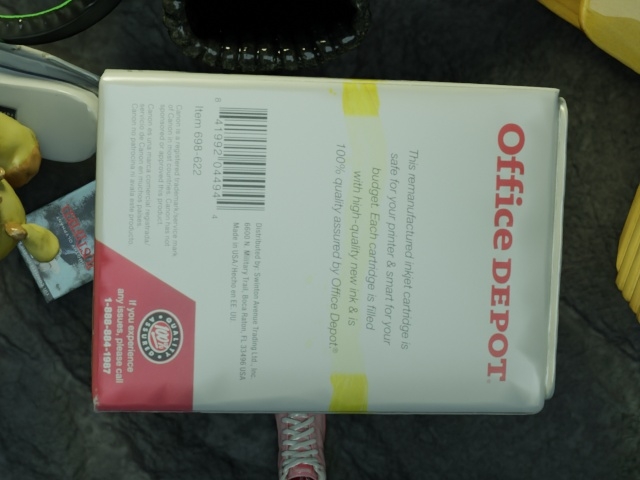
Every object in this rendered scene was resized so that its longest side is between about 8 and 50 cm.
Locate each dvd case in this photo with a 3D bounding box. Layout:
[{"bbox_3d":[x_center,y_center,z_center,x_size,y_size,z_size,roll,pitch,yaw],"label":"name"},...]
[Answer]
[{"bbox_3d":[-0.227,-0.005,1.600,0.119,0.013,0.087,-26,98,-2],"label":"dvd case"}]

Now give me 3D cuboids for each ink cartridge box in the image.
[{"bbox_3d":[0.000,0.000,1.435,0.385,0.160,0.279,2,96,-7],"label":"ink cartridge box"}]

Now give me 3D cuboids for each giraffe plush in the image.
[{"bbox_3d":[-0.302,-0.033,1.402,0.181,0.170,0.210,-12,136,-24],"label":"giraffe plush"}]

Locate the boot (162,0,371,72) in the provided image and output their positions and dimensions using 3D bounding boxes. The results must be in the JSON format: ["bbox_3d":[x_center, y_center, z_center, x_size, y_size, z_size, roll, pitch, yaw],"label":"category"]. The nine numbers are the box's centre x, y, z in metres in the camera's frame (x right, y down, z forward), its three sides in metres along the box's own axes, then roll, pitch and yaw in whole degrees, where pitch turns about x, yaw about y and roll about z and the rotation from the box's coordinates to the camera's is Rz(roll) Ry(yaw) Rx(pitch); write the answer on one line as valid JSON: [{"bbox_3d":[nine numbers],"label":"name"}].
[{"bbox_3d":[0.031,-0.262,1.457,0.348,0.260,0.131,-21,112,5],"label":"boot"}]

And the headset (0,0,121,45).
[{"bbox_3d":[-0.214,-0.358,1.504,0.243,0.185,0.394,38,98,11],"label":"headset"}]

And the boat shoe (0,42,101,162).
[{"bbox_3d":[-0.310,-0.147,1.536,0.267,0.088,0.096,12,119,10],"label":"boat shoe"}]

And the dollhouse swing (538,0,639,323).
[{"bbox_3d":[0.257,-0.124,1.483,0.315,0.347,0.305,31,103,-8],"label":"dollhouse swing"}]

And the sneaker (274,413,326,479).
[{"bbox_3d":[-0.018,0.195,1.616,0.051,0.070,0.134,-2,95,-4],"label":"sneaker"}]
